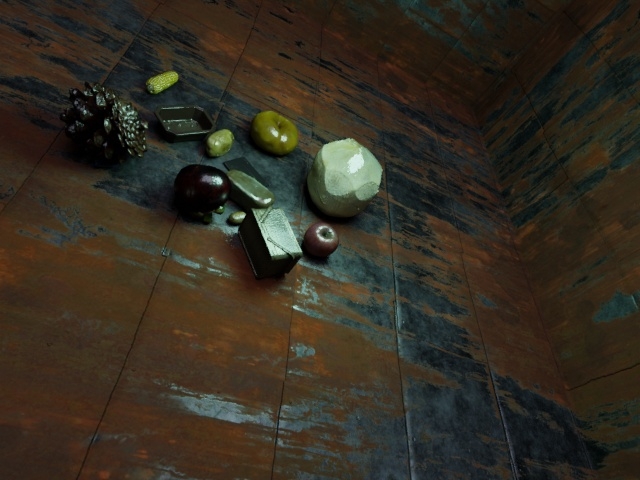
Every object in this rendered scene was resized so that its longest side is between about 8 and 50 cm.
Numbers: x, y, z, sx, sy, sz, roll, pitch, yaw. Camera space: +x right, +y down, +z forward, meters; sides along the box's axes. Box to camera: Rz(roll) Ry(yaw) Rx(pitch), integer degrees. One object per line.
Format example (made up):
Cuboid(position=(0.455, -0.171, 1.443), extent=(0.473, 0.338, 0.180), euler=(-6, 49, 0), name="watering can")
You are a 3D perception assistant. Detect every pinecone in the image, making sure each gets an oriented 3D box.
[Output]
Cuboid(position=(-0.787, -0.421, 1.534), extent=(0.295, 0.298, 0.242), euler=(21, 69, 6), name="pinecone")

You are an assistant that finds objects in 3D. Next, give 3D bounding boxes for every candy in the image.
Cuboid(position=(-0.310, -0.202, 1.789), extent=(0.234, 0.104, 0.102), euler=(39, 42, 0), name="candy")

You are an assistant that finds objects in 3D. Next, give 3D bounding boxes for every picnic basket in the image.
Cuboid(position=(-0.200, 0.008, 1.646), extent=(0.139, 0.165, 0.267), euler=(-6, 60, -38), name="picnic basket")

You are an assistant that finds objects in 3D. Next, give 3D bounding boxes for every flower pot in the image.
Cuboid(position=(-0.602, -0.507, 1.862), extent=(0.250, 0.084, 0.179), euler=(-20, 67, -43), name="flower pot")

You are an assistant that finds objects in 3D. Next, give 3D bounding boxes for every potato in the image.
Cuboid(position=(-0.450, -0.439, 1.896), extent=(0.079, 0.107, 0.170), euler=(9, 32, 31), name="potato")
Cuboid(position=(-0.338, -0.092, 1.727), extent=(0.083, 0.040, 0.051), euler=(-7, 72, -37), name="potato")

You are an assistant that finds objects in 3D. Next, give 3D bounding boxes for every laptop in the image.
Cuboid(position=(-0.336, -0.304, 1.922), extent=(0.197, 0.016, 0.135), euler=(48, 43, 10), name="laptop")

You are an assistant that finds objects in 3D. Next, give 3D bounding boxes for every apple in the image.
Cuboid(position=(0.000, 0.000, 1.822), extent=(0.153, 0.120, 0.154), euler=(14, 52, -18), name="apple")

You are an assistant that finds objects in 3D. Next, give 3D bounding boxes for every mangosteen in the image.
Cuboid(position=(-0.458, -0.189, 1.625), extent=(0.216, 0.216, 0.216), euler=(18, 47, -21), name="mangosteen")

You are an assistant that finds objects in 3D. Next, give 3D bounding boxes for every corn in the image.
Cuboid(position=(-0.742, -0.747, 1.979), extent=(0.072, 0.072, 0.203), euler=(34, 42, -5), name="corn")

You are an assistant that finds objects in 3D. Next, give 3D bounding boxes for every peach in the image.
Cuboid(position=(-0.228, -0.538, 2.096), extent=(0.251, 0.153, 0.251), euler=(19, 52, -26), name="peach")

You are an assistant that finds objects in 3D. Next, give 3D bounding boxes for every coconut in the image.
Cuboid(position=(0.122, -0.301, 1.979), extent=(0.346, 0.360, 0.347), euler=(17, 49, -21), name="coconut")

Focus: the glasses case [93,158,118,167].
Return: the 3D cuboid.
Cuboid(position=(-0.807, -0.288, 1.585), extent=(0.083, 0.023, 0.033), euler=(-6, 39, -40), name="glasses case")
